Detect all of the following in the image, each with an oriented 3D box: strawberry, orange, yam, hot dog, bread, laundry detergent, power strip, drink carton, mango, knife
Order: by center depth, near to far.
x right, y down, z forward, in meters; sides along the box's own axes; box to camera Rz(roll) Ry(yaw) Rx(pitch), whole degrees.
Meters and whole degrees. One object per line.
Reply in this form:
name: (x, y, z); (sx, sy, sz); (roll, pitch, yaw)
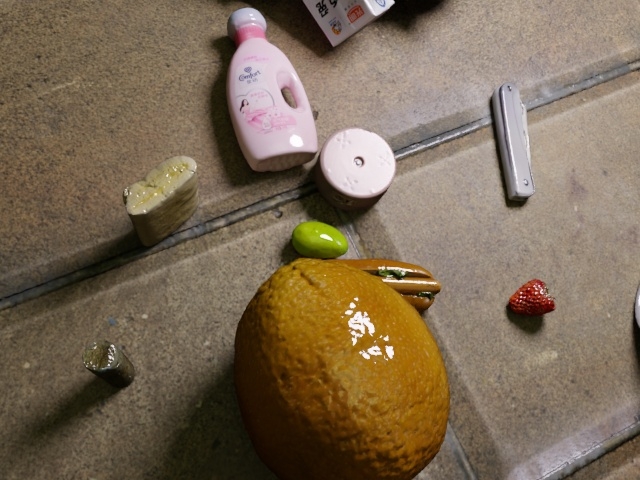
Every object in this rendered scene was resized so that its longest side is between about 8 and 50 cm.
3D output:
orange: (0.023, 0.200, 0.885); (0.322, 0.322, 0.357); (-20, 70, -14)
yam: (-0.334, 0.198, 0.933); (0.054, 0.132, 0.054); (1, 64, -2)
bread: (-0.270, -0.065, 1.005); (0.060, 0.178, 0.139); (45, 69, 6)
hot dog: (0.095, 0.080, 1.069); (0.249, 0.068, 0.100); (3, 72, -7)
mango: (0.000, 0.000, 1.084); (0.108, 0.056, 0.073); (19, 43, -1)
strawberry: (0.401, 0.113, 1.113); (0.083, 0.073, 0.073); (-26, 74, 21)
power strip: (0.065, -0.134, 1.131); (0.154, 0.078, 0.154); (3, 74, -10)
laundry detergent: (-0.111, -0.303, 1.156); (0.159, 0.088, 0.335); (-10, 73, -17)
drink carton: (0.002, -0.562, 1.170); (0.315, 0.130, 0.106); (55, 47, -14)
knife: (0.409, -0.210, 1.229); (0.073, 0.040, 0.266); (6, 70, -18)

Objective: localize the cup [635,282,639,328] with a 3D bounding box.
cup: (0.747, 0.170, 1.079); (0.257, 0.227, 0.301); (27, 99, -3)
